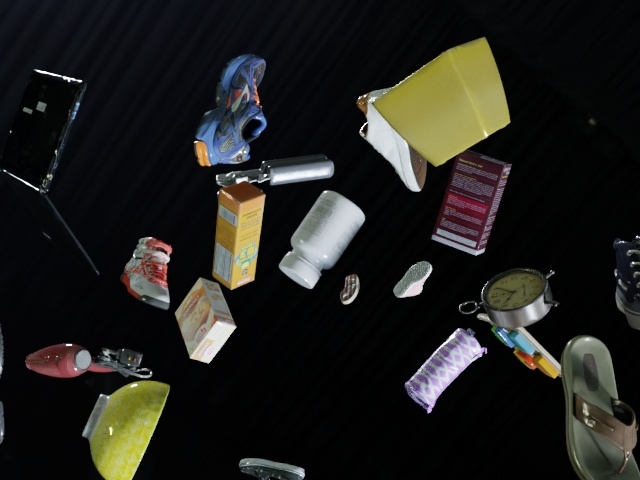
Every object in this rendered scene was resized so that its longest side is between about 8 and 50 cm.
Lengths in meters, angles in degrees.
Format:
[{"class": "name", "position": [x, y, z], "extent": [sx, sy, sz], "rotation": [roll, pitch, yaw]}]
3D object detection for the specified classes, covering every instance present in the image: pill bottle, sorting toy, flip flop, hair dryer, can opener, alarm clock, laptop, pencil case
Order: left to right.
[{"class": "laptop", "position": [-0.401, -0.112, 1.443], "extent": [0.136, 0.264, 0.234], "rotation": [20, -179, -38]}, {"class": "hair dryer", "position": [-0.555, 0.303, 2.186], "extent": [0.293, 0.080, 0.223], "rotation": [8, 158, -3]}, {"class": "can opener", "position": [-0.108, -0.136, 2.159], "extent": [0.283, 0.095, 0.076], "rotation": [-9, -155, -21]}, {"class": "pill bottle", "position": [0.000, 0.000, 2.324], "extent": [0.131, 0.229, 0.131], "rotation": [32, 167, 9]}, {"class": "pencil case", "position": [0.288, 0.297, 2.126], "extent": [0.088, 0.206, 0.086], "rotation": [41, 168, 26]}, {"class": "alarm clock", "position": [0.363, 0.117, 1.790], "extent": [0.129, 0.192, 0.064], "rotation": [-74, -32, -53]}, {"class": "sorting toy", "position": [0.455, 0.241, 2.052], "extent": [0.208, 0.038, 0.193], "rotation": [40, 174, -11]}, {"class": "flip flop", "position": [0.441, 0.270, 1.422], "extent": [0.112, 0.080, 0.277], "rotation": [9, -120, -18]}]

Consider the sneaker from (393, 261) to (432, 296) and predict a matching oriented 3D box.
[{"class": "sneaker", "position": [0.266, 0.107, 2.544], "extent": [0.070, 0.134, 0.051], "rotation": [8, -138, -52]}]

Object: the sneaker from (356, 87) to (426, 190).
[{"class": "sneaker", "position": [0.170, -0.242, 2.220], "extent": [0.106, 0.123, 0.290], "rotation": [-60, -42, -41]}]

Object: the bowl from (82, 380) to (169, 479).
[{"class": "bowl", "position": [-0.515, 0.476, 2.360], "extent": [0.156, 0.289, 0.289], "rotation": [24, -164, -9]}]

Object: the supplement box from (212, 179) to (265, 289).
[{"class": "supplement box", "position": [-0.182, -0.010, 2.038], "extent": [0.078, 0.233, 0.080], "rotation": [-24, -132, -40]}]

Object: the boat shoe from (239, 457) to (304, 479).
[{"class": "boat shoe", "position": [-0.102, 0.471, 1.862], "extent": [0.142, 0.040, 0.049], "rotation": [3, 144, 21]}]

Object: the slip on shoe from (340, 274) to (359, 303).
[{"class": "slip on shoe", "position": [0.089, 0.149, 2.670], "extent": [0.135, 0.051, 0.041], "rotation": [-79, -30, -61]}]

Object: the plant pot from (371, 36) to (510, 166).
[{"class": "plant pot", "position": [0.274, -0.280, 1.936], "extent": [0.187, 0.212, 0.212], "rotation": [59, -145, -1]}]

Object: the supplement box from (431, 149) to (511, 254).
[{"class": "supplement box", "position": [0.381, -0.098, 2.330], "extent": [0.130, 0.239, 0.073], "rotation": [22, -164, 23]}]

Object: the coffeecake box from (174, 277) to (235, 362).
[{"class": "coffeecake box", "position": [-0.320, 0.220, 2.550], "extent": [0.068, 0.142, 0.185], "rotation": [21, -154, -37]}]

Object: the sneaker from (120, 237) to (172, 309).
[{"class": "sneaker", "position": [-0.427, 0.074, 2.349], "extent": [0.090, 0.145, 0.270], "rotation": [27, 180, -29]}]

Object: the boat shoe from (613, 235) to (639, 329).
[{"class": "boat shoe", "position": [0.659, 0.078, 1.858], "extent": [0.340, 0.127, 0.158], "rotation": [-73, -26, -84]}]

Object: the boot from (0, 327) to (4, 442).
[{"class": "boot", "position": [-0.738, 0.263, 1.780], "extent": [0.222, 0.338, 0.118], "rotation": [-4, 177, -43]}]

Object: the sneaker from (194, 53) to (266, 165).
[{"class": "sneaker", "position": [-0.120, -0.196, 1.418], "extent": [0.087, 0.221, 0.083], "rotation": [12, 149, 9]}]
